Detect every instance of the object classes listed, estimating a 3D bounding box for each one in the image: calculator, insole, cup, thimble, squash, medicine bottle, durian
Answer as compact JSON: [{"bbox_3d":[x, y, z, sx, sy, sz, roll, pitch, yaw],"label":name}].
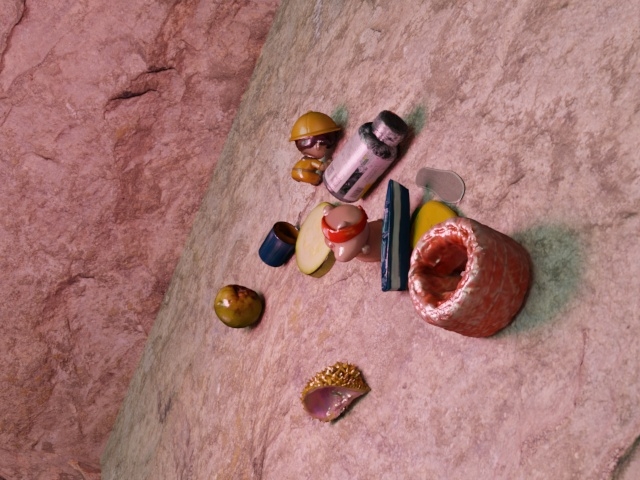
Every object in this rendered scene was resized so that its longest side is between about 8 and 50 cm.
[{"bbox_3d":[0.278,-0.025,1.561,0.146,0.032,0.235,-66,25,11],"label":"calculator"},{"bbox_3d":[0.306,-0.150,1.617,0.080,0.003,0.232,-67,27,10],"label":"insole"},{"bbox_3d":[-0.140,0.014,2.285,0.113,0.150,0.138,52,129,19],"label":"cup"},{"bbox_3d":[0.305,0.079,1.306,0.239,0.162,0.239,-35,47,49],"label":"thimble"},{"bbox_3d":[0.000,0.000,2.074,0.252,0.049,0.252,-37,43,46],"label":"squash"},{"bbox_3d":[0.136,-0.250,1.853,0.293,0.141,0.141,-50,34,39],"label":"medicine bottle"},{"bbox_3d":[0.033,0.406,1.688,0.132,0.165,0.182,60,160,18],"label":"durian"}]

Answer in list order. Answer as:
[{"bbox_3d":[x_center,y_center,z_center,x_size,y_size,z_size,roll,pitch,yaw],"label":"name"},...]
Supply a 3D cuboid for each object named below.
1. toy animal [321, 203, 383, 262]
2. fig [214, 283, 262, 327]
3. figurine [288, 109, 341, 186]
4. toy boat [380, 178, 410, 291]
[{"bbox_3d":[0.094,-0.016,1.724,0.171,0.197,0.171,-45,33,39],"label":"toy animal"},{"bbox_3d":[-0.317,0.255,2.372,0.191,0.181,0.181,109,161,-45],"label":"fig"},{"bbox_3d":[-0.032,-0.327,2.204,0.192,0.167,0.257,8,83,50],"label":"figurine"},{"bbox_3d":[0.196,-0.014,1.624,0.096,0.061,0.299,105,169,-79],"label":"toy boat"}]
